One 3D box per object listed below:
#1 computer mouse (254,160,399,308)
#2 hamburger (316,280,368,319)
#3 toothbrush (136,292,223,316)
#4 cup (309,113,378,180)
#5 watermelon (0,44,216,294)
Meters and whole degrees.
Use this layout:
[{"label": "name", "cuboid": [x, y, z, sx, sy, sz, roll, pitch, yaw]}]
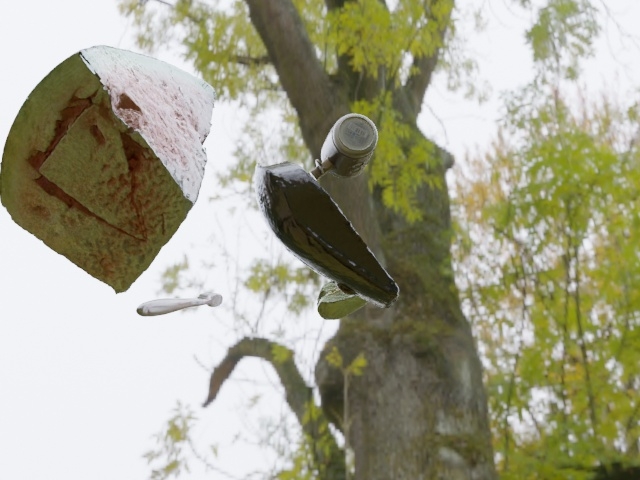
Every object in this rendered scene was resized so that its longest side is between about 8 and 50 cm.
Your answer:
[{"label": "computer mouse", "cuboid": [-0.004, 0.003, 1.465, 0.087, 0.168, 0.295, -41, -86, -13]}, {"label": "hamburger", "cuboid": [0.041, 0.099, 1.711, 0.121, 0.054, 0.084, -24, -26, -23]}, {"label": "toothbrush", "cuboid": [-0.221, 0.099, 1.539, 0.029, 0.307, 0.025, 8, -88, 16]}, {"label": "cup", "cuboid": [0.031, -0.142, 1.488, 0.102, 0.074, 0.099, -10, -15, -14]}, {"label": "watermelon", "cuboid": [-0.200, -0.080, 1.079, 0.201, 0.261, 0.213, 48, -66, 15]}]
